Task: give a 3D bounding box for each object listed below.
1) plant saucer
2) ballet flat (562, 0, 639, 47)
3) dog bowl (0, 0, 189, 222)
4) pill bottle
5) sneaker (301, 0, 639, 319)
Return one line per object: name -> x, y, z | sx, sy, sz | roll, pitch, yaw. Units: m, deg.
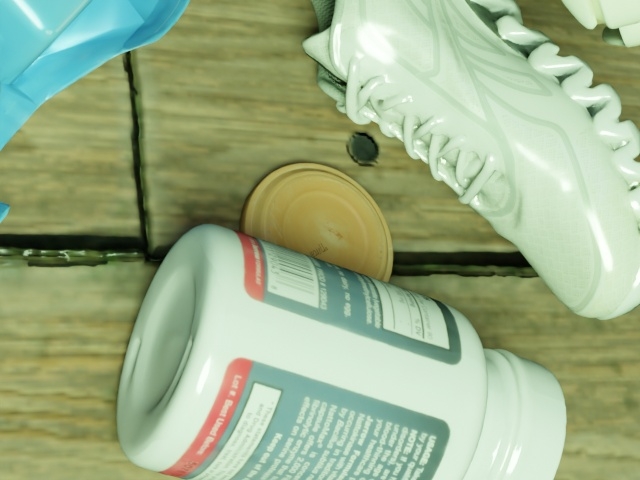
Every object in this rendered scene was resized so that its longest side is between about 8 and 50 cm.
plant saucer -> 0.000, 0.000, 0.707 | 0.083, 0.013, 0.083 | 10, 66, -24
ballet flat -> 0.147, -0.162, 0.717 | 0.342, 0.116, 0.124 | 0, 77, -75
dog bowl -> -0.170, -0.103, 0.600 | 0.166, 0.074, 0.297 | 49, 55, -21
pill bottle -> 0.012, 0.069, 0.629 | 0.180, 0.108, 0.108 | 20, 62, -21
sneaker -> 0.063, -0.078, 0.728 | 0.118, 0.110, 0.292 | -25, 75, -26
